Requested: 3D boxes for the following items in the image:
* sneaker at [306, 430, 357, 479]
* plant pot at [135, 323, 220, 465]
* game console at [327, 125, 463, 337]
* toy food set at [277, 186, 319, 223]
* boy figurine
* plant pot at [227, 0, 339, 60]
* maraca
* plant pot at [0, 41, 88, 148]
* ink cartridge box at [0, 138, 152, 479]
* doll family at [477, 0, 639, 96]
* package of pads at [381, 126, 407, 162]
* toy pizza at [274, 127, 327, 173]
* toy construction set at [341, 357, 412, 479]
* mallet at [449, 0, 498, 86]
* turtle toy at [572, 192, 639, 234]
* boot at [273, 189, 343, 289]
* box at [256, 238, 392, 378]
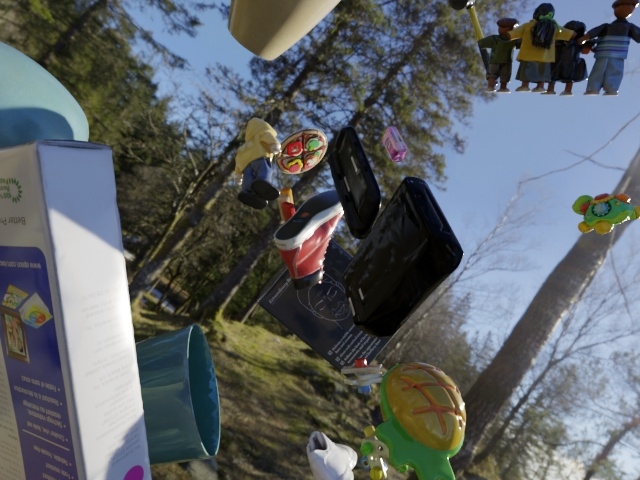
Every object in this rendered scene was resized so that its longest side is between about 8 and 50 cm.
[{"bbox_3d":[0.012,0.390,0.752,0.094,0.080,0.212,51,-9,13],"label":"sneaker"},{"bbox_3d":[-0.374,0.356,0.919,0.293,0.235,0.292,169,-90,-84],"label":"plant pot"},{"bbox_3d":[0.077,-0.049,0.625,0.044,0.213,0.361,5,48,-24],"label":"game console"},{"bbox_3d":[-0.058,-0.088,1.318,0.232,0.111,0.104,19,-49,36],"label":"toy food set"},{"bbox_3d":[-0.171,-0.217,1.103,0.092,0.177,0.285,30,39,-36],"label":"boy figurine"},{"bbox_3d":[-0.083,-0.553,0.903,0.257,0.274,0.256,28,35,-22],"label":"plant pot"},{"bbox_3d":[0.131,0.232,0.539,0.127,0.099,0.186,30,27,8],"label":"maraca"},{"bbox_3d":[-0.574,-0.225,0.670,0.290,0.290,0.195,34,-25,12],"label":"plant pot"},{"bbox_3d":[-0.232,0.113,0.341,0.176,0.370,0.069,1,7,27],"label":"ink cartridge box"},{"bbox_3d":[0.304,-0.244,0.518,0.193,0.111,0.076,4,16,0],"label":"doll family"},{"bbox_3d":[0.189,-0.247,1.058,0.050,0.032,0.083,105,-30,-57],"label":"package of pads"},{"bbox_3d":[-0.062,-0.302,1.427,0.032,0.201,0.201,60,3,30],"label":"toy pizza"},{"bbox_3d":[0.175,0.452,1.069,0.215,0.327,0.151,-10,8,31],"label":"toy construction set"},{"bbox_3d":[0.277,-0.360,0.727,0.039,0.062,0.189,3,-56,50],"label":"mallet"},{"bbox_3d":[0.561,-0.061,0.822,0.130,0.095,0.066,-128,-166,-84],"label":"turtle toy"},{"bbox_3d":[0.000,0.000,0.980,0.088,0.244,0.176,14,-45,38],"label":"boot"},{"bbox_3d":[0.041,0.195,1.328,0.395,0.293,0.212,41,-2,-5],"label":"box"}]
